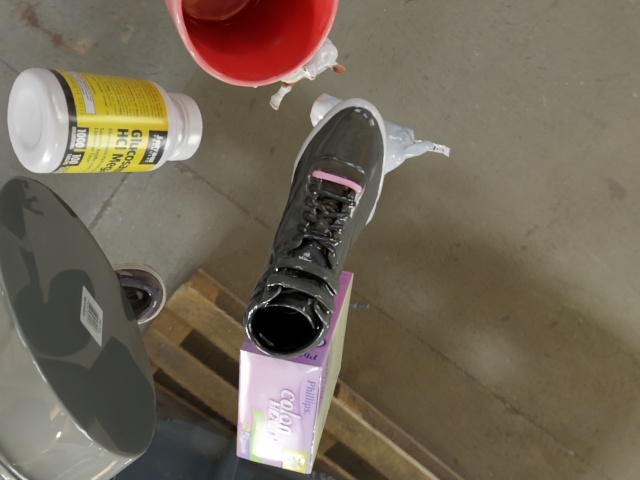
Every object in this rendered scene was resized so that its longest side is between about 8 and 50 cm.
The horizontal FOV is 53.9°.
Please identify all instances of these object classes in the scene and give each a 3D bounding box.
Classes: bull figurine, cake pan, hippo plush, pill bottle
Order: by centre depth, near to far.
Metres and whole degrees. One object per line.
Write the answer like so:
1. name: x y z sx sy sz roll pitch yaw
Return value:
1. cake pan: -0.220 0.072 0.530 0.054 0.293 0.293 -23 107 -2
2. pill bottle: -0.408 -0.228 1.233 0.188 0.334 0.187 7 101 41
3. hippo plush: 0.082 -0.133 1.257 0.294 0.234 0.236 30 105 23
4. bull figurine: -0.065 -0.391 1.283 0.188 0.310 0.101 -36 138 23

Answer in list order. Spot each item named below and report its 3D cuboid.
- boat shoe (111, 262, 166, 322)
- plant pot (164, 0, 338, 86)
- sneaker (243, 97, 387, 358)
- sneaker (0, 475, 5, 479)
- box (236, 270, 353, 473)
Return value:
1. boat shoe: -0.320 0.085 0.715 0.285 0.092 0.102 -11 89 -14
2. plant pot: -0.143 -0.422 1.029 0.275 0.243 0.274 -17 129 -22
3. sneaker: 0.000 0.000 0.670 0.105 0.147 0.295 20 111 -8
4. sneaker: -0.305 0.242 0.586 0.169 0.292 0.108 -31 100 -7
5. box: -0.036 0.189 0.985 0.117 0.243 0.213 11 121 8
